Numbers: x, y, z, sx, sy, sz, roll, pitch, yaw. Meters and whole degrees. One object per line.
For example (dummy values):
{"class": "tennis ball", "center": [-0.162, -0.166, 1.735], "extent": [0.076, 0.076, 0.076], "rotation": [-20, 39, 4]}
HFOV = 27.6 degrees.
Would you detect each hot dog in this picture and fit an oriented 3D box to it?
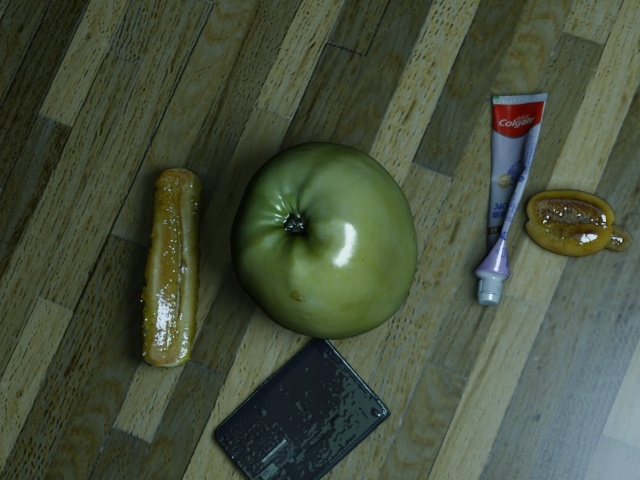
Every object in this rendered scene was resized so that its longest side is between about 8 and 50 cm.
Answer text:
{"class": "hot dog", "center": [0.342, -0.022, 1.732], "extent": [0.140, 0.060, 0.090], "rotation": [2, 79, 22]}
{"class": "hot dog", "center": [-0.208, 0.038, 1.829], "extent": [0.083, 0.068, 0.289], "rotation": [6, 73, -10]}

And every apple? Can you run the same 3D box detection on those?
{"class": "apple", "center": [0.000, 0.000, 1.710], "extent": [0.262, 0.262, 0.262], "rotation": [-3, 77, 11]}

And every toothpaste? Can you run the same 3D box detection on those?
{"class": "toothpaste", "center": [0.249, -0.059, 1.754], "extent": [0.075, 0.048, 0.301], "rotation": [-11, 63, 52]}

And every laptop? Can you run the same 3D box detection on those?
{"class": "laptop", "center": [-0.029, 0.246, 1.763], "extent": [0.207, 0.026, 0.154], "rotation": [-42, 74, 1]}
